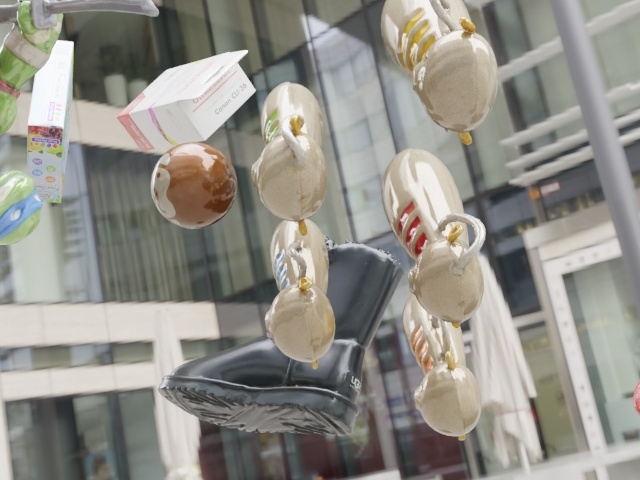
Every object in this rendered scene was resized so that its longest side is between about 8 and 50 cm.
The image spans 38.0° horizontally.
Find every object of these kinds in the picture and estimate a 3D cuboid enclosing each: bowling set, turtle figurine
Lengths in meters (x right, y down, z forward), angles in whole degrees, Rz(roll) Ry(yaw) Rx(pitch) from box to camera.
[{"bbox_3d":[0.000,0.000,0.545,0.199,0.287,0.154,-8,29,1],"label":"bowling set"},{"bbox_3d":[-0.260,-0.131,0.570,0.198,0.266,0.274,-52,4,-19],"label":"turtle figurine"}]

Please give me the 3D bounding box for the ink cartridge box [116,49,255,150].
[{"bbox_3d":[-0.171,-0.185,1.243,0.198,0.067,0.115,-1,41,50],"label":"ink cartridge box"}]

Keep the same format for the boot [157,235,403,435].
[{"bbox_3d":[-0.040,0.099,1.013,0.246,0.207,0.094,-2,-37,33],"label":"boot"}]

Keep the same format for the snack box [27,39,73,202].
[{"bbox_3d":[-0.274,-0.123,0.945,0.037,0.141,0.100,4,-44,-12],"label":"snack box"}]

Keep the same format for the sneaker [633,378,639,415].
[{"bbox_3d":[0.594,0.242,1.499,0.221,0.128,0.087,-38,30,-22],"label":"sneaker"}]
